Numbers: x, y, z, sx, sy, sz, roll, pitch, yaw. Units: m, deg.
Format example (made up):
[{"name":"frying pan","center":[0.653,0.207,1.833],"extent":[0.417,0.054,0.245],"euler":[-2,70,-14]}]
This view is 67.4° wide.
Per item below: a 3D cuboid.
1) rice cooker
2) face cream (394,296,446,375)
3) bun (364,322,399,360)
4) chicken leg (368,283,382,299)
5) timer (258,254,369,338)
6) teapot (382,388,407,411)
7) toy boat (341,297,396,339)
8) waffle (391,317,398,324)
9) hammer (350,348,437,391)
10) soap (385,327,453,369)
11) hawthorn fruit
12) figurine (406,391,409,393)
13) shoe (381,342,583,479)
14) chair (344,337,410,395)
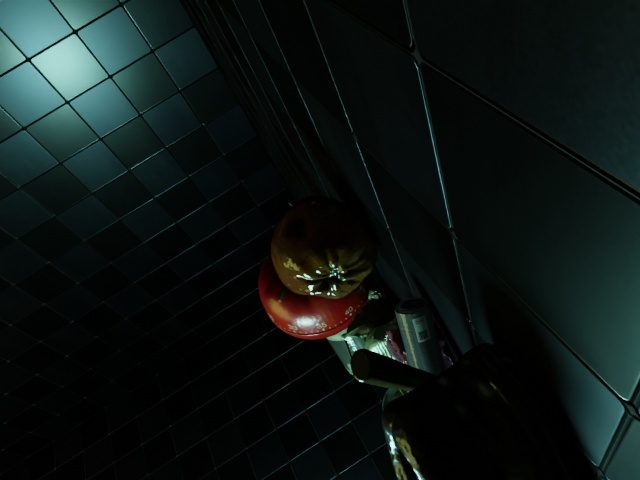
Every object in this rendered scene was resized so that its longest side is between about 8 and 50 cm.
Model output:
[{"name":"rice cooker","center":[0.176,0.376,1.913],"extent":[0.276,0.289,0.288],"euler":[57,178,-18]},{"name":"face cream","center":[0.226,0.260,1.023],"extent":[0.073,0.073,0.283],"euler":[-132,24,-74]},{"name":"bun","center":[0.235,0.338,1.426],"extent":[0.221,0.221,0.108],"euler":[58,-153,-18]},{"name":"chicken leg","center":[0.147,0.168,1.792],"extent":[0.227,0.103,0.088],"euler":[48,156,51]},{"name":"timer","center":[-0.018,0.157,1.652],"extent":[0.378,0.378,0.279],"euler":[55,170,46]},{"name":"teapot","center":[0.365,0.599,1.811],"extent":[0.224,0.305,0.285],"euler":[19,166,35]},{"name":"toy boat","center":[0.167,0.246,1.519],"extent":[0.108,0.099,0.293],"euler":[60,-151,8]},{"name":"waffle","center":[0.295,0.342,1.707],"extent":[0.191,0.046,0.160],"euler":[61,179,-27]},{"name":"hammer","center":[0.195,0.254,0.839],"extent":[0.440,0.044,0.168],"euler":[29,-159,-42]},{"name":"soap","center":[0.252,0.285,1.193],"extent":[0.182,0.112,0.289],"euler":[53,175,24]},{"name":"hawthorn fruit","center":[0.008,0.016,1.162],"extent":[0.258,0.258,0.261],"euler":[58,-164,-17]},{"name":"figurine","center":[0.399,0.520,1.629],"extent":[0.166,0.141,0.250],"euler":[51,-146,-9]},{"name":"shoe","center":[0.237,0.347,0.709],"extent":[0.383,0.237,0.171],"euler":[61,179,-26]},{"name":"chair","center":[0.200,0.433,1.591],"extent":[0.325,0.170,0.159],"euler":[-102,30,-44]}]
